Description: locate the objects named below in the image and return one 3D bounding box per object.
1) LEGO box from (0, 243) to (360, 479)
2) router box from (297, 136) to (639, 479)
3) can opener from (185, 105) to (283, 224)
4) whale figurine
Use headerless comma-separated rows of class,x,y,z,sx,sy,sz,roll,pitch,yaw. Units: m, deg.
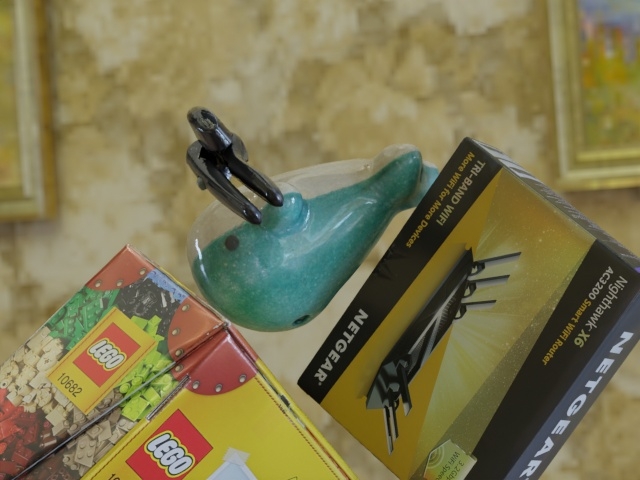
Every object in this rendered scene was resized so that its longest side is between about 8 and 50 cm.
LEGO box,-0.149,0.313,1.848,0.372,0.500,0.193,-44,42,-10
router box,0.156,0.094,1.835,0.243,0.309,0.081,40,14,28
can opener,-0.084,-0.059,1.732,0.073,0.059,0.186,43,5,-35
whale figurine,0.000,0.000,1.926,0.272,0.141,0.216,-25,-19,10
